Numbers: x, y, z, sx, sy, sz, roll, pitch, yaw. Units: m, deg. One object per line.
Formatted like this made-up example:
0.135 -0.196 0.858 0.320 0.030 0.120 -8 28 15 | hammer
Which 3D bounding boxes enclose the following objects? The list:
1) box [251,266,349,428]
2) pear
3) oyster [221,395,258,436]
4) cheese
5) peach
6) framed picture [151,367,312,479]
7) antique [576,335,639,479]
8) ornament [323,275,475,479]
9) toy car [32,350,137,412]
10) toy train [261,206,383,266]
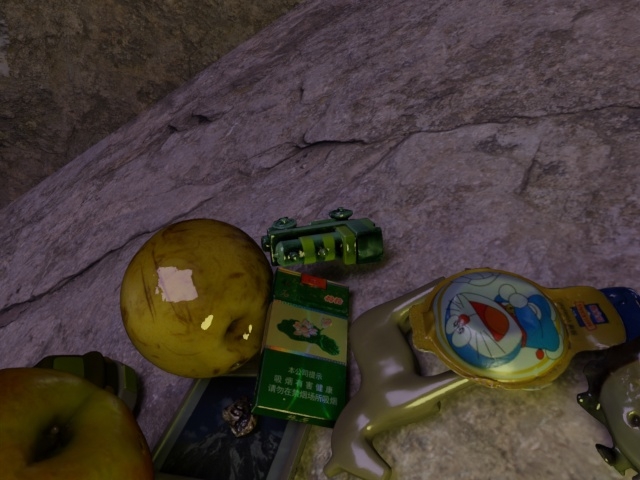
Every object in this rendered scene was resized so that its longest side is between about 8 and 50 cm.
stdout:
-0.023 0.155 0.685 0.034 0.132 0.235 118 164 -46 | box
-0.206 0.101 0.781 0.280 0.281 0.281 -22 42 22 | pear
-0.120 0.264 0.677 0.054 0.019 0.083 -40 32 -18 | oyster
0.242 0.095 0.527 0.269 0.069 0.177 -4 43 6 | cheese
-0.392 0.348 0.550 0.369 0.370 0.370 -22 42 22 | peach
-0.134 0.288 0.694 0.280 0.019 0.209 -11 36 29 | framed picture
0.378 0.126 0.378 0.284 0.150 0.125 -31 39 25 | antique
0.099 0.188 0.597 0.244 0.061 0.230 -28 42 11 | ornament
-0.509 0.322 0.865 0.247 0.198 0.204 -41 40 3 | toy car
0.000 0.001 0.781 0.200 0.083 0.132 -12 20 -13 | toy train
